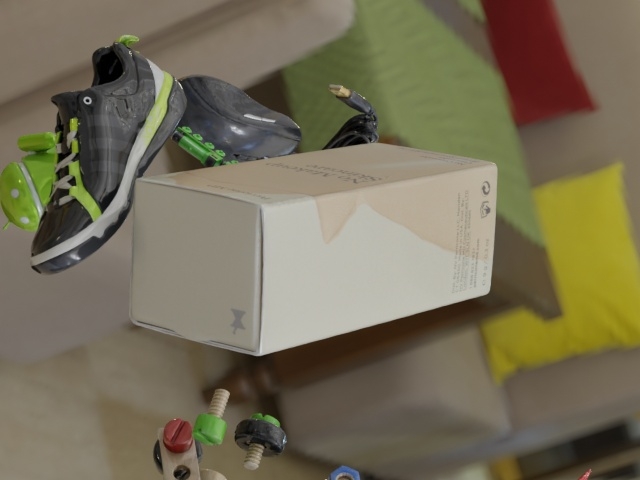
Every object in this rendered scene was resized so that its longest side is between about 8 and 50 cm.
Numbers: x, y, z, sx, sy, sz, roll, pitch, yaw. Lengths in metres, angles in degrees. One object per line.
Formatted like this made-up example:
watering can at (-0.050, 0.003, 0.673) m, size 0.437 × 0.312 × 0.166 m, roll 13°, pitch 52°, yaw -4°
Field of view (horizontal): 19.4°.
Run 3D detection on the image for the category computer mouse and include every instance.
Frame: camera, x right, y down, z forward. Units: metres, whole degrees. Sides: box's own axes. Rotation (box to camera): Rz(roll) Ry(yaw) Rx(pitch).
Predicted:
computer mouse at (-0.051, -0.125, 2.118) m, size 0.262 × 0.184 × 0.060 m, roll 30°, pitch 38°, yaw -42°

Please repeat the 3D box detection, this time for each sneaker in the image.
sneaker at (-0.197, -0.074, 1.538) m, size 0.097 × 0.084 × 0.235 m, roll 45°, pitch 48°, yaw -24°

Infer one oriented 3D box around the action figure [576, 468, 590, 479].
action figure at (0.317, 0.289, 1.970) m, size 0.115 × 0.030 × 0.038 m, roll 49°, pitch 7°, yaw 10°

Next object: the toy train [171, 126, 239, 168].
toy train at (-0.095, -0.071, 1.613) m, size 0.083 × 0.017 × 0.023 m, roll 35°, pitch 23°, yaw 13°

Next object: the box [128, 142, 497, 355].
box at (0.000, 0.000, 1.544) m, size 0.311 × 0.148 × 0.121 m, roll -12°, pitch 109°, yaw -51°

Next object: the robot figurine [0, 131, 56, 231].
robot figurine at (-0.235, -0.049, 1.660) m, size 0.067 × 0.115 × 0.101 m, roll -149°, pitch -140°, yaw -70°

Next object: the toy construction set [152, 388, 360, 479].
toy construction set at (-0.117, 0.358, 2.153) m, size 0.257 × 0.309 × 0.237 m, roll 29°, pitch 59°, yaw -20°
